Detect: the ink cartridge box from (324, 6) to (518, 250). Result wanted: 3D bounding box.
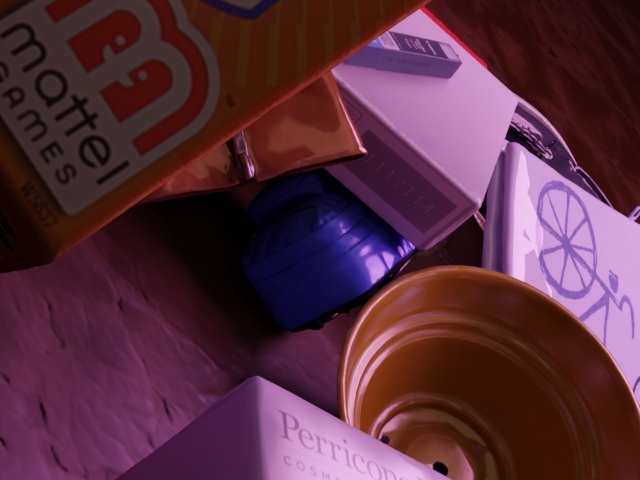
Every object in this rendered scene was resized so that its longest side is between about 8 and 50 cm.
[{"bbox_3d":[0.007,-0.170,0.970,0.296,0.066,0.261,40,37,-12],"label":"ink cartridge box"}]

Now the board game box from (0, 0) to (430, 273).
[{"bbox_3d":[-0.095,-0.228,0.562,0.356,0.357,0.356,57,-19,-10],"label":"board game box"}]

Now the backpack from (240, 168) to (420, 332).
[{"bbox_3d":[0.000,0.000,0.945,0.101,0.098,0.120,51,35,-8],"label":"backpack"}]

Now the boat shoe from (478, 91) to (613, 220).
[{"bbox_3d":[0.188,-0.006,1.212,0.340,0.127,0.113,50,6,-27],"label":"boat shoe"}]

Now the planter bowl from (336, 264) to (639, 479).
[{"bbox_3d":[0.092,0.131,0.905,0.217,0.090,0.217,13,54,-19],"label":"planter bowl"}]

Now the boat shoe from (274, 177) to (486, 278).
[{"bbox_3d":[0.063,-0.045,1.081,0.341,0.110,0.121,40,29,-24],"label":"boat shoe"}]

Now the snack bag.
[{"bbox_3d":[0.227,0.120,1.113,0.343,0.037,0.323,25,61,-43],"label":"snack bag"}]

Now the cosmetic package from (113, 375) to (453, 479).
[{"bbox_3d":[0.012,0.272,0.566,0.217,0.156,0.385,31,35,-35],"label":"cosmetic package"}]

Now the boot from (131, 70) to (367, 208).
[{"bbox_3d":[-0.027,-0.178,0.805,0.264,0.096,0.280,-19,87,-28],"label":"boot"}]
